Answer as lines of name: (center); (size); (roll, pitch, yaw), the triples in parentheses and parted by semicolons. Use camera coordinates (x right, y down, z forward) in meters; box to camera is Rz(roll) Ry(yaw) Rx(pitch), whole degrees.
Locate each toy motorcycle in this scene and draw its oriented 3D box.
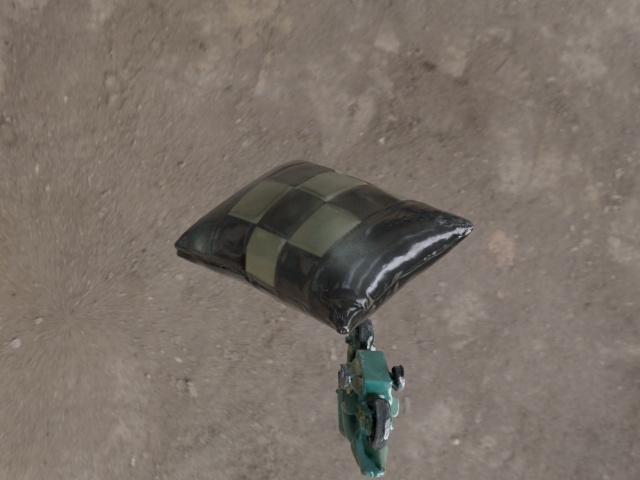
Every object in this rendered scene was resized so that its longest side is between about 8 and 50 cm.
toy motorcycle: (0.071, 0.278, 1.601); (0.109, 0.296, 0.198); (4, 116, -9)

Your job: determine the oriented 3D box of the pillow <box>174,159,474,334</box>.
pillow: (0.000, 0.000, 0.887); (0.186, 0.249, 0.106); (-35, 128, -29)
